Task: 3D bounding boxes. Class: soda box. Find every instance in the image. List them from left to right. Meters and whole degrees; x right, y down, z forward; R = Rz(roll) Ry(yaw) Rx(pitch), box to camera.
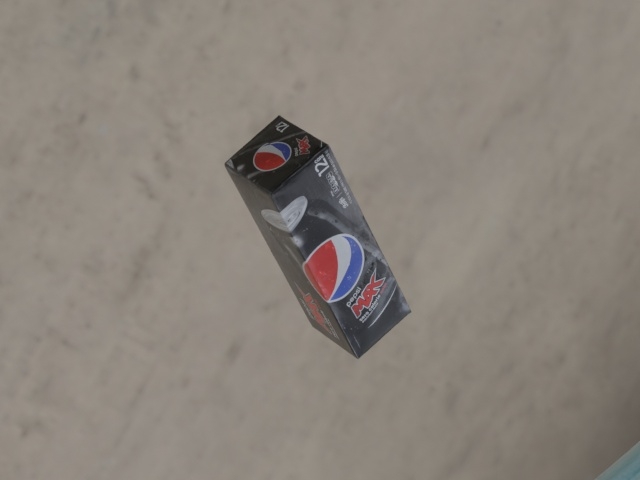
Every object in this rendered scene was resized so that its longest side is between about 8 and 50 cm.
[{"bbox_3d":[0.000,0.000,1.297,0.053,0.060,0.169,-41,132,-15],"label":"soda box"}]

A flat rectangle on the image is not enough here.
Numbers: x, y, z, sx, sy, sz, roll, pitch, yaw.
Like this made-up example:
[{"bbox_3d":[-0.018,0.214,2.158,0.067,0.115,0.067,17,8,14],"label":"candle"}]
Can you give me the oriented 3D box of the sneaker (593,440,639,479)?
[{"bbox_3d":[0.178,0.057,0.458,0.366,0.135,0.150,-35,154,-12],"label":"sneaker"}]
